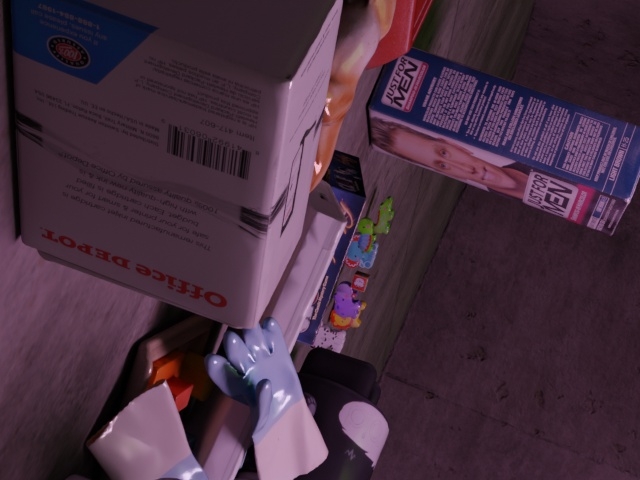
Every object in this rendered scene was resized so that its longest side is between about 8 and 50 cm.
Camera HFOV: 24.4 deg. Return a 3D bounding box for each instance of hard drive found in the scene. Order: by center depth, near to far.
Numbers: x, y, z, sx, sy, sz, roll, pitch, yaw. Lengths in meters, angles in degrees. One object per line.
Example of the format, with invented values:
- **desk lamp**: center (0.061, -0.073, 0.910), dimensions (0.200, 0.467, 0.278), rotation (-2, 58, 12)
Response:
- **hard drive**: center (-0.061, 0.096, 1.393), dimensions (0.203, 0.040, 0.308), rotation (-110, -137, -76)

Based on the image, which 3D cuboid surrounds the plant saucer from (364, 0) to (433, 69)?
- **plant saucer**: center (0.124, -0.352, 1.673), dimensions (0.258, 0.047, 0.259), rotation (94, 19, -64)

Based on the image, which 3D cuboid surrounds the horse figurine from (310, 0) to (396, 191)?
- **horse figurine**: center (0.004, -0.171, 1.135), dimensions (0.174, 0.066, 0.263), rotation (47, 56, -57)

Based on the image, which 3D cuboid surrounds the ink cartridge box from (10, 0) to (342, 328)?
- **ink cartridge box**: center (-0.079, -0.062, 0.790), dimensions (0.203, 0.148, 0.086), rotation (102, 11, -51)

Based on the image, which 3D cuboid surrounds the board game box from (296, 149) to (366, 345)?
- **board game box**: center (0.000, 0.000, 1.595), dimensions (0.243, 0.042, 0.165), rotation (-91, -160, -78)

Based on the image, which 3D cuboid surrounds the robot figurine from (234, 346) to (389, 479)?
- **robot figurine**: center (-0.018, 0.282, 1.927), dimensions (0.173, 0.209, 0.278), rotation (-7, -128, 51)

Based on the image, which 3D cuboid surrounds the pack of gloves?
- **pack of gloves**: center (-0.077, 0.186, 1.263), dimensions (0.195, 0.046, 0.232), rotation (-42, 139, -22)

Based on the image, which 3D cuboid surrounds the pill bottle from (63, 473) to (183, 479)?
- **pill bottle**: center (-0.069, 0.298, 1.131), dimensions (0.181, 0.323, 0.181), rotation (22, 90, -81)

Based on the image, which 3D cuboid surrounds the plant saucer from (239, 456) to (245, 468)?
- **plant saucer**: center (-0.104, 0.220, 1.522), dimensions (0.192, 0.018, 0.067), rotation (139, -29, -64)

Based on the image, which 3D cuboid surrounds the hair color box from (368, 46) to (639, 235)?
- **hair color box**: center (0.241, -0.129, 1.914), dimensions (0.174, 0.347, 0.105), rotation (76, 36, -75)

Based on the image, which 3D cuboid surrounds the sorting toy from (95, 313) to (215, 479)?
- **sorting toy**: center (-0.136, 0.156, 1.295), dimensions (0.196, 0.047, 0.348), rotation (-38, 148, -73)

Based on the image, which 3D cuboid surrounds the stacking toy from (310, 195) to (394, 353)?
- **stacking toy**: center (0.048, 0.050, 2.172), dimensions (0.167, 0.052, 0.221), rotation (-46, 154, -72)
